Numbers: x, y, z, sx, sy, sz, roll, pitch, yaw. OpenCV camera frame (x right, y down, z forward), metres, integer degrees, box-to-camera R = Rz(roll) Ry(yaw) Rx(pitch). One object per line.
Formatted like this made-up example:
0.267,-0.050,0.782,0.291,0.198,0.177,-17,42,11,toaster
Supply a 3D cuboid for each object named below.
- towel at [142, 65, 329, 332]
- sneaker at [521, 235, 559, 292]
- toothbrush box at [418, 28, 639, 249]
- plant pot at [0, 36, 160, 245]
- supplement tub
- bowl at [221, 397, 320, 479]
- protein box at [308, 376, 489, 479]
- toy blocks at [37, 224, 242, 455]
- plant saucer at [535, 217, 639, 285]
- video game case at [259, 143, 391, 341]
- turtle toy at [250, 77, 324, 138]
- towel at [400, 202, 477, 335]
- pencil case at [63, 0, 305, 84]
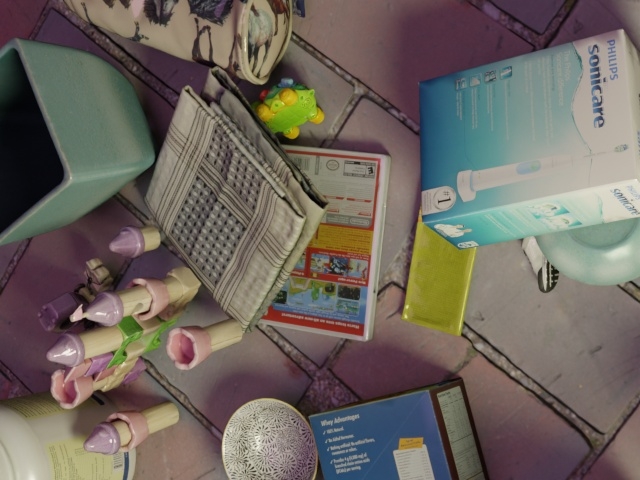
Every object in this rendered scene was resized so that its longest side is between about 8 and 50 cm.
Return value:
-0.146,-0.058,1.827,0.312,0.056,0.324,52,135,22,towel
0.307,0.021,1.676,0.044,0.040,0.109,-10,79,34,sneaker
0.289,-0.128,1.585,0.295,0.126,0.216,-13,66,29,toothbrush box
-0.409,-0.158,1.912,0.248,0.252,0.247,-32,75,38,plant pot
-0.481,0.368,1.927,0.235,0.325,0.235,0,91,28,supplement tub
-0.061,0.324,1.846,0.170,0.080,0.170,0,90,27,bowl
0.119,0.322,1.720,0.200,0.136,0.201,-17,83,27,protein box
-0.347,0.151,1.865,0.309,0.260,0.288,49,124,18,toy blocks
0.381,-0.037,1.613,0.195,0.037,0.195,-3,82,19,plant saucer
0.000,0.000,1.840,0.204,0.025,0.285,8,94,27,video game case
-0.063,-0.204,1.840,0.130,0.095,0.066,-28,56,24,turtle toy
0.179,0.014,1.737,0.102,0.021,0.237,15,102,32,towel
-0.232,-0.389,1.878,0.410,0.160,0.183,22,105,25,pencil case
